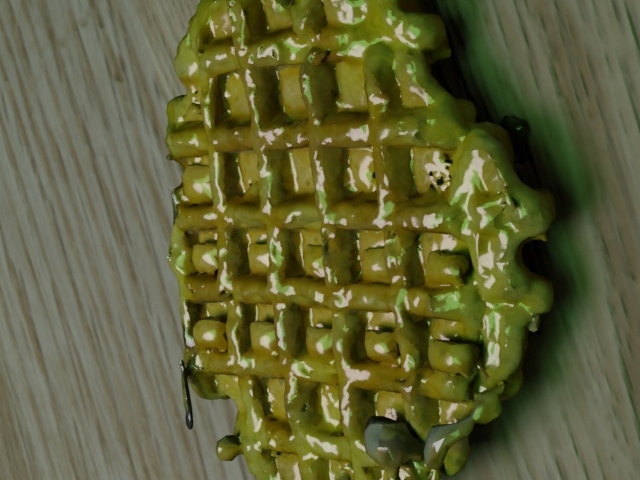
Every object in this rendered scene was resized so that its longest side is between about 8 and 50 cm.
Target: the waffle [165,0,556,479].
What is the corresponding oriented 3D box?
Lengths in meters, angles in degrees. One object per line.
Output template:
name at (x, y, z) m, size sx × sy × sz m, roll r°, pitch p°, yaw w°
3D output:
waffle at (0.003, 0.000, 0.832) m, size 0.262 × 0.060 × 0.280 m, roll 54°, pitch 134°, yaw 23°
